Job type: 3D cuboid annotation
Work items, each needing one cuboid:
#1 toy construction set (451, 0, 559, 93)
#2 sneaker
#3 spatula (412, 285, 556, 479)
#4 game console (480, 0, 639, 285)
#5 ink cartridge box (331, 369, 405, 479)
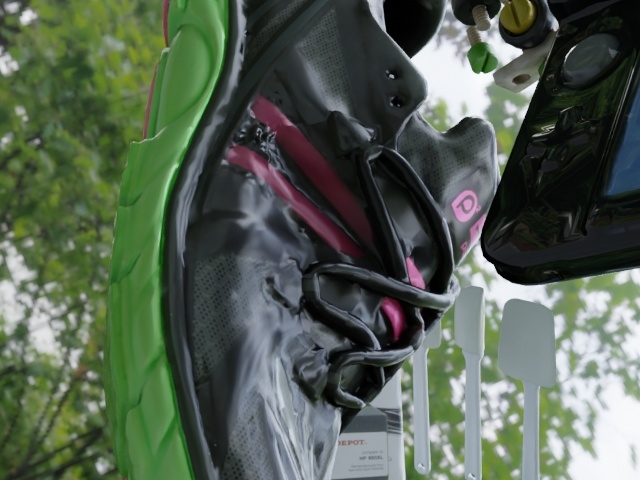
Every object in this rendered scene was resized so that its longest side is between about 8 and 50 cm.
[{"bbox_3d":[0.294,-0.256,1.235,0.257,0.309,0.237,53,22,-54],"label":"toy construction set"},{"bbox_3d":[0.000,0.000,0.631,0.185,0.202,0.482,90,4,-61],"label":"sneaker"},{"bbox_3d":[0.143,0.144,1.072,0.168,0.019,0.242,14,-57,32],"label":"spatula"},{"bbox_3d":[0.163,-0.145,0.410,0.293,0.250,0.173,-15,-50,46],"label":"game console"},{"bbox_3d":[-0.043,0.242,0.985,0.285,0.166,0.394,113,-16,-47],"label":"ink cartridge box"}]
